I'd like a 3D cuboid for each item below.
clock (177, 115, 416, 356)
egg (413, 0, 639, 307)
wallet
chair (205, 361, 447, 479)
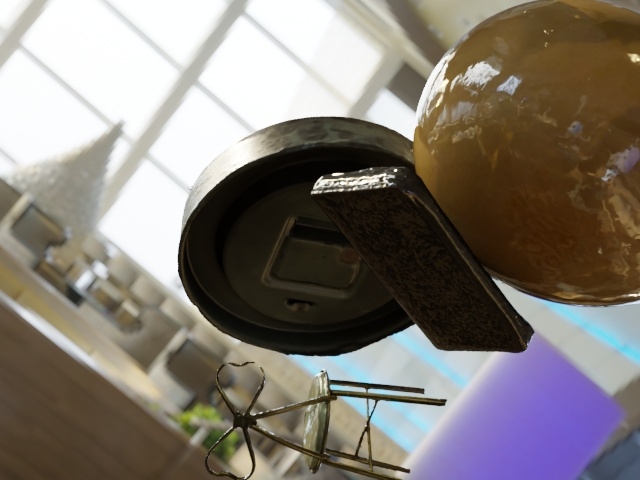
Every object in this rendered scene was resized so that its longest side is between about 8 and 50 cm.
[{"bbox_3d":[0.000,0.000,1.585,0.325,0.325,0.067,44,25,-37],"label":"clock"},{"bbox_3d":[0.269,-0.081,1.414,0.374,0.301,0.301,26,1,-26],"label":"egg"},{"bbox_3d":[0.106,0.025,1.368,0.149,0.044,0.250,-3,-47,54],"label":"wallet"},{"bbox_3d":[0.000,0.253,1.957,0.325,0.160,0.170,8,1,-10],"label":"chair"}]
